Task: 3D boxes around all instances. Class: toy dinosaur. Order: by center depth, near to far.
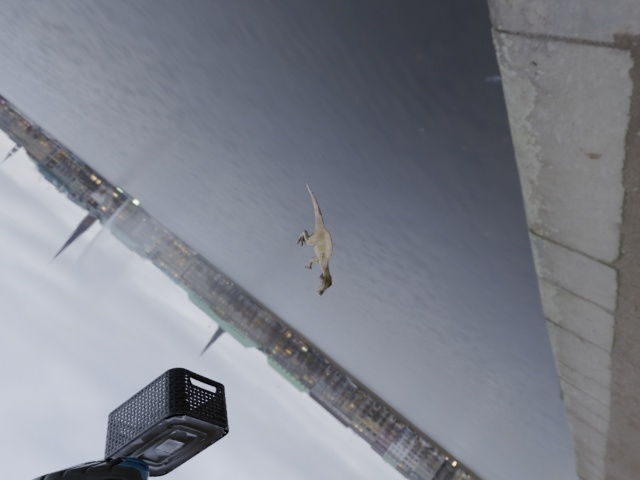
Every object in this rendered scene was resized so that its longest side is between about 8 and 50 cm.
[{"bbox_3d":[0.000,0.000,0.799,0.092,0.053,0.183,158,105,-68],"label":"toy dinosaur"}]

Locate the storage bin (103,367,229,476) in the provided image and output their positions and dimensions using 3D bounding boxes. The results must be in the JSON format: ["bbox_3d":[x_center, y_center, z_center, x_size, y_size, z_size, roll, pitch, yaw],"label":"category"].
[{"bbox_3d":[-0.252,0.302,0.782,0.122,0.180,0.084,40,-159,-39],"label":"storage bin"}]

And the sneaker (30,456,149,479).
[{"bbox_3d":[-0.395,0.403,0.652,0.125,0.341,0.139,82,167,-70],"label":"sneaker"}]
